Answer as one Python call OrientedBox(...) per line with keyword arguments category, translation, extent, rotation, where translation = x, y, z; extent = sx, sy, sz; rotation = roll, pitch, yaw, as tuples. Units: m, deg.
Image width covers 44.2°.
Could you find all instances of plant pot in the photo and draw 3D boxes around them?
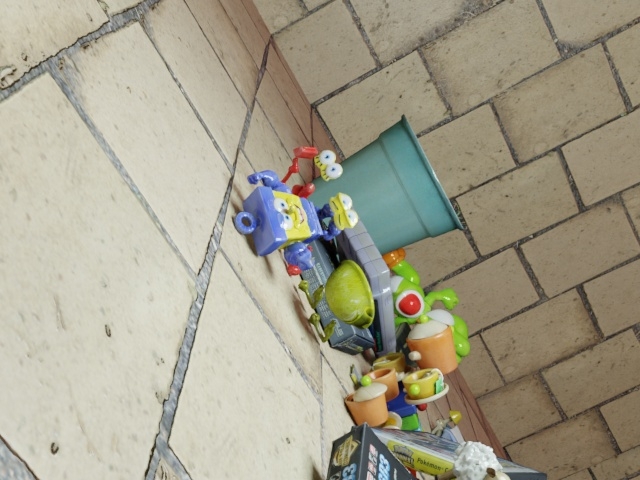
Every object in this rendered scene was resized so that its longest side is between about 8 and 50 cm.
OrientedBox(category="plant pot", translation=(0.152, -0.106, 2.079), extent=(0.341, 0.334, 0.341), rotation=(60, 11, -19))

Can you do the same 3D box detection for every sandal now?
OrientedBox(category="sandal", translation=(0.181, 0.285, 1.961), extent=(0.303, 0.086, 0.120), rotation=(-21, 89, -65))

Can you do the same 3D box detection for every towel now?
OrientedBox(category="towel", translation=(0.082, 0.295, 1.606), extent=(0.083, 0.009, 0.060), rotation=(61, 9, -9))

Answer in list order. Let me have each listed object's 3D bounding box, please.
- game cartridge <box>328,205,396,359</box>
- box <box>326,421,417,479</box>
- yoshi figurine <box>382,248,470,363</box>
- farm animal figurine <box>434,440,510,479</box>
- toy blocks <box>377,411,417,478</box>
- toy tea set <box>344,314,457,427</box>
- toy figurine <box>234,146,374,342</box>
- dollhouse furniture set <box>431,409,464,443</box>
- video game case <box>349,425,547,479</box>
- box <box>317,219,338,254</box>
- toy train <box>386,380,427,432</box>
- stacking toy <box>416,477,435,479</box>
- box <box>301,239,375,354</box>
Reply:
OrientedBox(category="game cartridge", translation=(0.094, 0.099, 1.741), extent=(0.355, 0.068, 0.230), rotation=(79, -9, -52))
OrientedBox(category="box", translation=(0.113, 0.427, 0.994), extent=(0.293, 0.073, 0.295), rotation=(48, 19, -13))
OrientedBox(category="yoshi figurine", translation=(0.275, 0.193, 2.172), extent=(0.362, 0.203, 0.203), rotation=(49, -37, 19))
OrientedBox(category="farm animal figurine", translation=(0.288, 0.442, 1.011), extent=(0.330, 0.172, 0.327), rotation=(54, 18, -4))
OrientedBox(category="toy blocks", translation=(0.153, 0.417, 1.517), extent=(0.123, 0.054, 0.148), rotation=(59, 10, -18))
OrientedBox(category="toy tea set", translation=(0.153, 0.240, 1.533), extent=(0.336, 0.200, 0.124), rotation=(-33, 105, -71))
OrientedBox(category="toy figurine", translation=(-0.067, 0.005, 1.390), extent=(0.217, 0.191, 0.362), rotation=(2, 65, -44))
OrientedBox(category="dollhouse furniture set", translation=(0.417, 0.581, 2.026), extent=(0.303, 0.198, 0.286), rotation=(64, 10, 10))
OrientedBox(category="video game case", translation=(0.222, 0.374, 1.351), extent=(0.275, 0.248, 0.035), rotation=(21, 82, -51))
OrientedBox(category="box", translation=(0.000, 0.000, 1.840), extent=(0.062, 0.052, 0.083), rotation=(55, 11, -37))
OrientedBox(category="toy train", translation=(0.187, 0.367, 1.724), extent=(0.248, 0.105, 0.143), rotation=(-76, 148, -76))
OrientedBox(category="stacking toy", translation=(0.311, 0.519, 1.428), extent=(0.130, 0.279, 0.309), rotation=(-103, 167, -50))
OrientedBox(category="box", translation=(0.028, 0.118, 1.646), extent=(0.232, 0.059, 0.183), rotation=(66, 10, 20))
